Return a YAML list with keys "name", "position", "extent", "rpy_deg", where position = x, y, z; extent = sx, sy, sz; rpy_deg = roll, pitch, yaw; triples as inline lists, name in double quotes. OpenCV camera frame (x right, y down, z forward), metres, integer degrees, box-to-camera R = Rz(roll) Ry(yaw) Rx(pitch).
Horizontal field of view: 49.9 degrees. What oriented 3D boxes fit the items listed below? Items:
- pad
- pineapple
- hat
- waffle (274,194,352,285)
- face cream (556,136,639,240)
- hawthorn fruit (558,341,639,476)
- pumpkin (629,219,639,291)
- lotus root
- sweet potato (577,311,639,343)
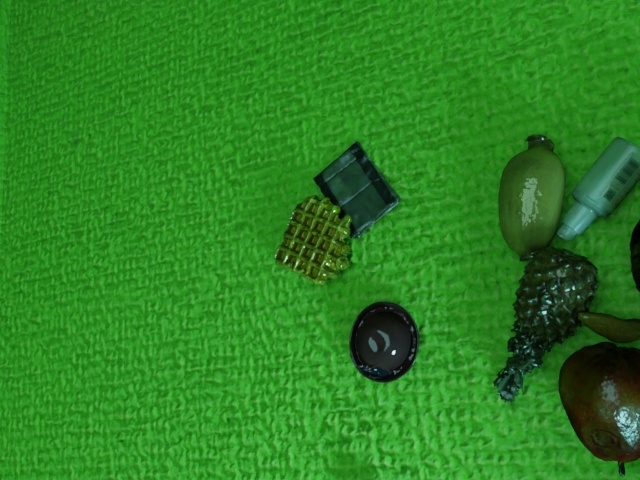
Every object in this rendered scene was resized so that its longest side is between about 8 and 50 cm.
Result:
- name: "pad"
  position: [0.096, -0.140, 1.880]
  extent: [0.174, 0.022, 0.233]
  rpy_deg: [-40, 63, 17]
- name: "pineapple"
  position: [0.489, 0.194, 1.536]
  extent: [0.175, 0.175, 0.361]
  rpy_deg: [28, 107, 30]
- name: "hat"
  position: [0.152, 0.254, 1.731]
  extent: [0.205, 0.089, 0.206]
  rpy_deg: [-5, 78, 28]
- name: "waffle"
  position: [0.000, 0.000, 1.869]
  extent: [0.219, 0.057, 0.229]
  rpy_deg: [27, 98, 33]
- name: "face cream"
  position: [0.622, -0.103, 1.541]
  extent: [0.101, 0.101, 0.252]
  rpy_deg: [42, 101, 28]
- name: "hawthorn fruit"
  position: [0.600, 0.344, 1.405]
  extent: [0.224, 0.224, 0.261]
  rpy_deg: [1, 93, 29]
- name: "pumpkin"
  position: [0.783, 0.037, 1.371]
  extent: [0.320, 0.192, 0.321]
  rpy_deg: [-5, 80, 28]
- name: "lotus root"
  position: [0.488, -0.103, 1.595]
  extent: [0.146, 0.131, 0.304]
  rpy_deg: [5, 82, 28]
- name: "sweet potato"
  position: [0.634, 0.188, 1.454]
  extent: [0.202, 0.055, 0.058]
  rpy_deg: [13, 99, -13]
